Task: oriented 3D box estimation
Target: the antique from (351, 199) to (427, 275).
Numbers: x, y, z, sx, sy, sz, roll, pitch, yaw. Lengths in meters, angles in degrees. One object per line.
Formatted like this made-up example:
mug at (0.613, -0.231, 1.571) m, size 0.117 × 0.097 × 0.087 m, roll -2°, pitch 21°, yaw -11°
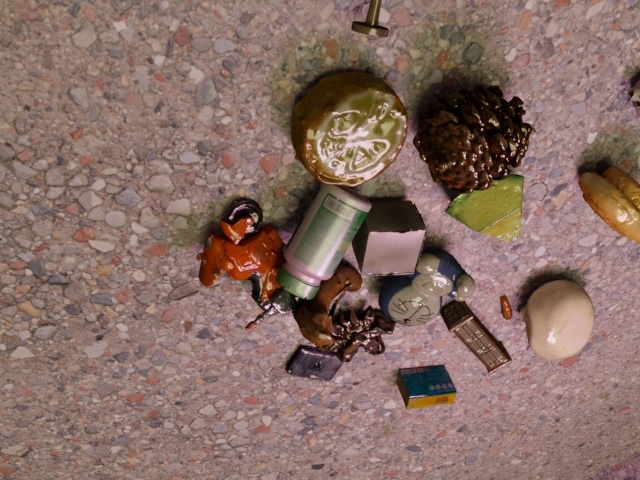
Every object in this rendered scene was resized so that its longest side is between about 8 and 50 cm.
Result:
antique at (0.165, -0.012, 1.568) m, size 0.151 × 0.148 × 0.147 m, roll -2°, pitch 130°, yaw -13°

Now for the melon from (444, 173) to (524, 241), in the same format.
melon at (0.434, -0.071, 1.595) m, size 0.196 × 0.124 × 0.323 m, roll -24°, pitch 164°, yaw 17°

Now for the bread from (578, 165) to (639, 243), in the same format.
bread at (0.774, -0.093, 1.631) m, size 0.236 × 0.198 × 0.120 m, roll 31°, pitch 112°, yaw -33°

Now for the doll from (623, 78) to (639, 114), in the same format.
doll at (0.808, -0.358, 1.482) m, size 0.149 × 0.095 × 0.192 m, roll 26°, pitch 116°, yaw -35°

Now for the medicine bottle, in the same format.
medicine bottle at (0.000, 0.000, 1.494) m, size 0.133 × 0.133 × 0.274 m, roll 24°, pitch 102°, yaw -31°

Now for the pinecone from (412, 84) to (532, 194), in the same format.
pinecone at (0.339, -0.217, 1.389) m, size 0.257 × 0.243 × 0.244 m, roll -8°, pitch 136°, yaw -37°

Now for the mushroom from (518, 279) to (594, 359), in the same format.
mushroom at (0.701, 0.238, 1.914) m, size 0.246 × 0.202 × 0.246 m, roll -2°, pitch 93°, yaw -39°

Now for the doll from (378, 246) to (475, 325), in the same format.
doll at (0.271, 0.133, 1.721) m, size 0.228 × 0.154 × 0.258 m, roll 24°, pitch 119°, yaw -23°

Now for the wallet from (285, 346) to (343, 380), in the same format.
wallet at (-0.013, 0.375, 1.937) m, size 0.165 × 0.030 × 0.111 m, roll 17°, pitch 119°, yaw -29°

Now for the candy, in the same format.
candy at (0.064, -0.236, 1.368) m, size 0.259 × 0.118 × 0.260 m, roll -10°, pitch 133°, yaw -11°

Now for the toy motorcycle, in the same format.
toy motorcycle at (-0.174, 0.070, 1.557) m, size 0.221 × 0.147 × 0.326 m, roll -40°, pitch 126°, yaw -9°

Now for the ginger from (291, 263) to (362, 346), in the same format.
ginger at (0.016, 0.146, 1.611) m, size 0.132 × 0.309 × 0.107 m, roll 22°, pitch 129°, yaw 7°

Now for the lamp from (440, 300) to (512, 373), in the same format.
lamp at (0.486, 0.300, 1.970) m, size 0.090 × 0.089 × 0.325 m, roll -34°, pitch 131°, yaw 13°

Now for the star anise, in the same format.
star anise at (0.103, 0.282, 1.845) m, size 0.214 × 0.099 × 0.220 m, roll 27°, pitch 119°, yaw -22°

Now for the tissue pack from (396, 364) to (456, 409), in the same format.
tissue pack at (0.343, 0.479, 2.065) m, size 0.169 × 0.120 × 0.082 m, roll -3°, pitch 129°, yaw -14°

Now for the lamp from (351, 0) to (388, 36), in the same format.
lamp at (0.114, -0.486, 1.155) m, size 0.121 × 0.121 × 0.215 m, roll 3°, pitch 116°, yaw -18°

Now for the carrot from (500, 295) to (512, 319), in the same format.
carrot at (0.572, 0.209, 1.954) m, size 0.032 × 0.032 × 0.093 m, roll -21°, pitch 127°, yaw 4°

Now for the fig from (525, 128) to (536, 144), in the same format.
fig at (0.488, -0.240, 1.532) m, size 0.083 × 0.050 × 0.050 m, roll -48°, pitch 128°, yaw 3°
